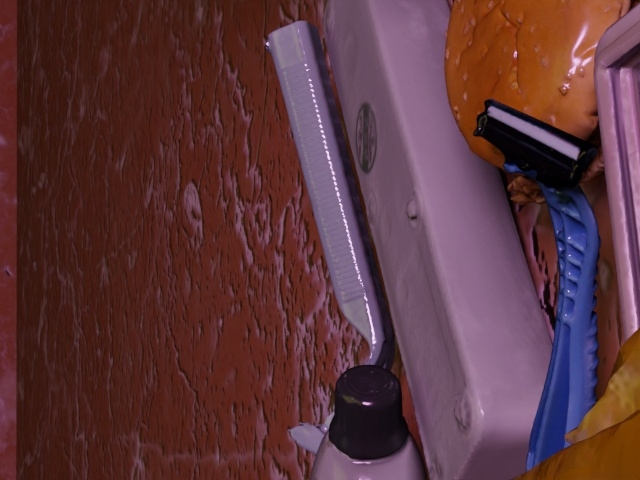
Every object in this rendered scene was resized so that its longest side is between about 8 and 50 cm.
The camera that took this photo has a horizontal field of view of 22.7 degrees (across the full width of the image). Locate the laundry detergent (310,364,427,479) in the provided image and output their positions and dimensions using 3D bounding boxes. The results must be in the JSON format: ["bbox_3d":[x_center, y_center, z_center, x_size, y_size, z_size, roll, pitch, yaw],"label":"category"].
[{"bbox_3d":[0.027,0.168,0.921,0.099,0.070,0.226,-79,-11,-56],"label":"laundry detergent"}]

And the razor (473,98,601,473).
[{"bbox_3d":[0.114,0.061,0.757,0.082,0.042,0.253,33,132,56],"label":"razor"}]

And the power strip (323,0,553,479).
[{"bbox_3d":[0.064,-0.035,0.940,0.091,0.062,0.385,109,155,-51],"label":"power strip"}]

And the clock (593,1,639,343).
[{"bbox_3d":[0.180,-0.019,0.623,0.147,0.071,0.192,141,130,-63],"label":"clock"}]

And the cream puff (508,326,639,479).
[{"bbox_3d":[0.140,0.154,0.320,0.378,0.275,0.378,6,-90,-79],"label":"cream puff"}]

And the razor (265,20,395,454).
[{"bbox_3d":[0.010,-0.003,1.009,0.111,0.056,0.278,10,-109,-67],"label":"razor"}]

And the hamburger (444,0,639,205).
[{"bbox_3d":[0.118,-0.098,0.785,0.138,0.083,0.147,134,139,-60],"label":"hamburger"}]
